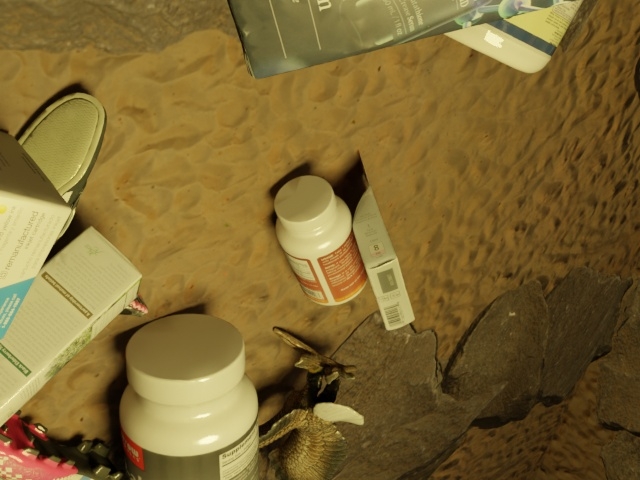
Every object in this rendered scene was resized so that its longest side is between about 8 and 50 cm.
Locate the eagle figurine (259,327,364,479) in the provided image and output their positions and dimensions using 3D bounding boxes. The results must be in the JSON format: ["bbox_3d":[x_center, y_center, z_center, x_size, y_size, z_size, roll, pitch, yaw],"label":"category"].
[{"bbox_3d":[-0.052,0.341,1.446,0.298,0.226,0.225,-58,164,4],"label":"eagle figurine"}]

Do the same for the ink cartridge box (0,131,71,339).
[{"bbox_3d":[-0.405,-0.027,0.750,0.233,0.168,0.171,16,111,-51],"label":"ink cartridge box"}]

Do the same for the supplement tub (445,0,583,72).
[{"bbox_3d":[0.270,-0.415,1.046,0.235,0.235,0.324,4,119,-48],"label":"supplement tub"}]

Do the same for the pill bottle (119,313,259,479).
[{"bbox_3d":[-0.200,0.309,1.220,0.210,0.210,0.363,-20,125,-34],"label":"pill bottle"}]

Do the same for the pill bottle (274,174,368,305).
[{"bbox_3d":[0.000,0.000,1.240,0.121,0.121,0.216,-39,143,-14],"label":"pill bottle"}]

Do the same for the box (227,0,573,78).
[{"bbox_3d":[0.076,-0.373,0.765,0.396,0.212,0.293,-13,140,4],"label":"box"}]

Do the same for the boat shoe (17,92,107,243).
[{"bbox_3d":[-0.315,-0.064,0.909,0.233,0.084,0.079,-62,180,6],"label":"boat shoe"}]

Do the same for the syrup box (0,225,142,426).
[{"bbox_3d":[-0.331,0.103,0.939,0.237,0.096,0.093,-46,177,-27],"label":"syrup box"}]

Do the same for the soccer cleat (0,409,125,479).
[{"bbox_3d":[-0.415,0.341,1.120,0.143,0.116,0.331,-46,144,-5],"label":"soccer cleat"}]

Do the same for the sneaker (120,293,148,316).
[{"bbox_3d":[-0.293,0.087,1.083,0.057,0.047,0.119,-49,137,11],"label":"sneaker"}]

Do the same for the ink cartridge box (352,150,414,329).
[{"bbox_3d":[0.086,0.001,1.272,0.066,0.232,0.189,-21,142,1],"label":"ink cartridge box"}]
